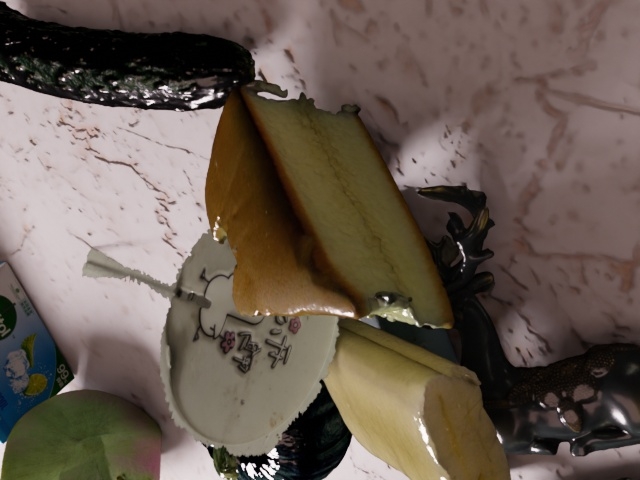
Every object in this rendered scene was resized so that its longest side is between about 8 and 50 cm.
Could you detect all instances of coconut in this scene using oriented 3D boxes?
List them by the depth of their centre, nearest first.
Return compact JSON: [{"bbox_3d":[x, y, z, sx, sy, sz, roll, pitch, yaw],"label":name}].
[{"bbox_3d":[-0.305,0.304,1.049,0.204,0.236,0.236,51,138,21],"label":"coconut"}]

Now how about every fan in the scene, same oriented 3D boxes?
[{"bbox_3d":[-0.128,0.057,0.810,0.414,0.233,0.012,18,176,45],"label":"fan"}]

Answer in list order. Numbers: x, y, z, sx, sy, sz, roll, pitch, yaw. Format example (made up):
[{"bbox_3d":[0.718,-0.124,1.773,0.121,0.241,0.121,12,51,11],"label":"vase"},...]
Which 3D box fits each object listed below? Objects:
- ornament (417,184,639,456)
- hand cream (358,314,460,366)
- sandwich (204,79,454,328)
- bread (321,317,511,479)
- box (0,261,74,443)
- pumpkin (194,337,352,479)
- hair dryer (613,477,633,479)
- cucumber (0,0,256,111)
[{"bbox_3d":[0.163,0.057,0.634,0.202,0.080,0.236,-15,107,29],"label":"ornament"},{"bbox_3d":[0.088,0.117,0.745,0.111,0.070,0.312,-15,108,42],"label":"hand cream"},{"bbox_3d":[0.000,0.000,0.602,0.236,0.122,0.128,-112,30,-43],"label":"sandwich"},{"bbox_3d":[0.070,0.137,0.658,0.178,0.060,0.139,17,135,61],"label":"bread"},{"bbox_3d":[-0.431,0.146,1.065,0.073,0.139,0.194,-6,118,36],"label":"box"},{"bbox_3d":[-0.055,0.164,0.829,0.194,0.150,0.194,16,109,57],"label":"pumpkin"},{"bbox_3d":[0.295,0.315,0.757,0.195,0.078,0.248,-28,119,29],"label":"hair dryer"},{"bbox_3d":[-0.187,-0.155,0.727,0.303,0.072,0.081,16,128,24],"label":"cucumber"}]
